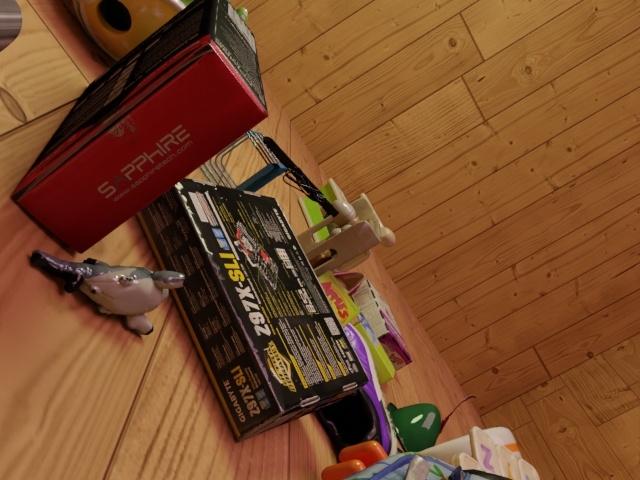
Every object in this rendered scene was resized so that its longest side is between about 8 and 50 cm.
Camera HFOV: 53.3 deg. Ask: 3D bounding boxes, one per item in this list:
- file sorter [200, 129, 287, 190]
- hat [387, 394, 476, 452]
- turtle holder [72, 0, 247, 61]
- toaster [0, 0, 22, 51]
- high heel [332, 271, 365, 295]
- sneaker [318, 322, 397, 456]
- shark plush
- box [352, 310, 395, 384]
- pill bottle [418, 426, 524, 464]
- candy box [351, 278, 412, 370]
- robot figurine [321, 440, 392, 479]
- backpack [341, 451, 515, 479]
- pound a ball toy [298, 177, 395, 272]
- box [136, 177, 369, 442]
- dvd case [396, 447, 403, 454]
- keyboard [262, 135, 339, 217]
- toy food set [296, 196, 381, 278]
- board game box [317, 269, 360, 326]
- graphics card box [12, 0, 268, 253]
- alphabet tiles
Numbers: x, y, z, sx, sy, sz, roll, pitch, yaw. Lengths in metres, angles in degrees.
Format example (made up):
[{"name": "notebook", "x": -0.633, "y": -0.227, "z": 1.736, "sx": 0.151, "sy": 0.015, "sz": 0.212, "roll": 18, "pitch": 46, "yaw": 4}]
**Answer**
[{"name": "file sorter", "x": -0.150, "y": -0.147, "z": 1.231, "sx": 0.104, "sy": 0.118, "sz": 0.170, "roll": 55, "pitch": 9, "yaw": -1}, {"name": "hat", "x": 0.278, "y": 0.416, "z": 1.507, "sx": 0.173, "sy": 0.183, "sz": 0.208, "roll": 56, "pitch": 10, "yaw": -19}, {"name": "turtle holder", "x": -0.279, "y": -0.366, "z": 1.008, "sx": 0.227, "sy": 0.243, "sz": 0.321, "roll": 12, "pitch": 86, "yaw": -58}, {"name": "toaster", "x": -0.273, "y": -0.142, "z": 0.323, "sx": 0.168, "sy": 0.185, "sz": 0.110, "roll": 56, "pitch": 14, "yaw": -14}, {"name": "high heel", "x": 0.031, "y": 0.100, "z": 1.398, "sx": 0.082, "sy": 0.117, "sz": 0.244, "roll": 62, "pitch": 9, "yaw": 15}, {"name": "sneaker", "x": 0.034, "y": 0.228, "z": 1.050, "sx": 0.146, "sy": 0.102, "sz": 0.293, "roll": 44, "pitch": 18, "yaw": -57}, {"name": "shark plush", "x": -0.205, "y": 0.043, "z": 0.607, "sx": 0.067, "sy": 0.073, "sz": 0.161, "roll": 42, "pitch": 20, "yaw": 33}, {"name": "box", "x": 0.127, "y": 0.269, "z": 1.617, "sx": 0.178, "sy": 0.042, "sz": 0.109, "roll": 60, "pitch": 8, "yaw": 5}, {"name": "pill bottle", "x": 0.263, "y": 0.507, "z": 0.960, "sx": 0.224, "sy": 0.224, "sz": 0.392, "roll": 43, "pitch": 25, "yaw": -61}, {"name": "candy box", "x": 0.172, "y": 0.244, "z": 1.855, "sx": 0.159, "sy": 0.071, "sz": 0.233, "roll": 52, "pitch": 12, "yaw": -36}, {"name": "robot figurine", "x": 0.089, "y": 0.371, "z": 0.818, "sx": 0.219, "sy": 0.128, "sz": 0.158, "roll": 58, "pitch": 3, "yaw": 1}, {"name": "backpack", "x": 0.016, "y": 0.270, "z": 0.375, "sx": 0.273, "sy": 0.290, "sz": 0.355, "roll": 51, "pitch": 15, "yaw": 4}, {"name": "pound a ball toy", "x": 0.086, "y": -0.043, "z": 1.884, "sx": 0.136, "sy": 0.208, "sz": 0.319, "roll": 49, "pitch": 13, "yaw": -46}, {"name": "box", "x": -0.082, "y": 0.077, "z": 0.847, "sx": 0.257, "sy": 0.079, "sz": 0.322, "roll": 4, "pitch": 54, "yaw": -62}, {"name": "dvd case", "x": 0.134, "y": 0.439, "z": 1.170, "sx": 0.253, "sy": 0.022, "sz": 0.180, "roll": 48, "pitch": 13, "yaw": -48}, {"name": "keyboard", "x": -0.045, "y": -0.110, "z": 1.168, "sx": 0.192, "sy": 0.038, "sz": 0.100, "roll": 46, "pitch": -2, "yaw": -13}, {"name": "toy food set", "x": 0.000, "y": 0.000, "z": 1.233, "sx": 0.092, "sy": 0.219, "sz": 0.306, "roll": 58, "pitch": 9, "yaw": -6}, {"name": "board game box", "x": -0.016, "y": 0.124, "z": 1.033, "sx": 0.092, "sy": 0.043, "sz": 0.181, "roll": 53, "pitch": 36, "yaw": 4}, {"name": "graphics card box", "x": -0.182, "y": -0.161, "z": 0.719, "sx": 0.094, "sy": 0.232, "sz": 0.371, "roll": 49, "pitch": 12, "yaw": -28}, {"name": "alphabet tiles", "x": 0.268, "y": 0.395, "z": 0.836, "sx": 0.284, "sy": 0.021, "sz": 0.278, "roll": 39, "pitch": 33, "yaw": -26}]
